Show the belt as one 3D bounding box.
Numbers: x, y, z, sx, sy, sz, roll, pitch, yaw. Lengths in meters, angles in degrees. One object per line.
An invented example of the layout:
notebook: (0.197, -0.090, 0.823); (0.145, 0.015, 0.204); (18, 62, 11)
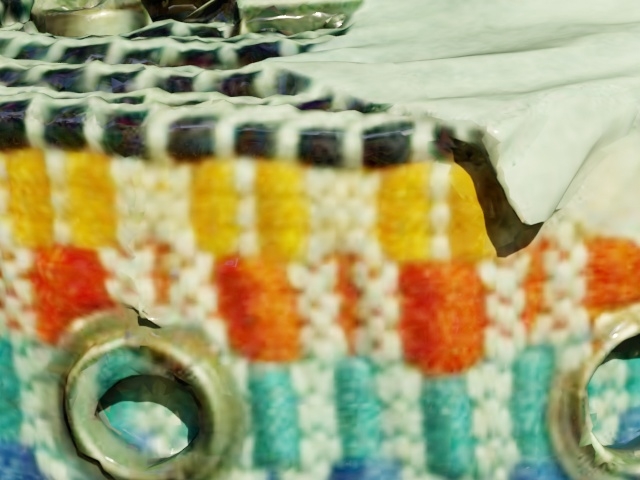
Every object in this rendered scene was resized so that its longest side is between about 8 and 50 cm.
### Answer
belt: (0.000, 0.000, 0.444); (0.258, 0.150, 0.207); (-1, 18, 9)
